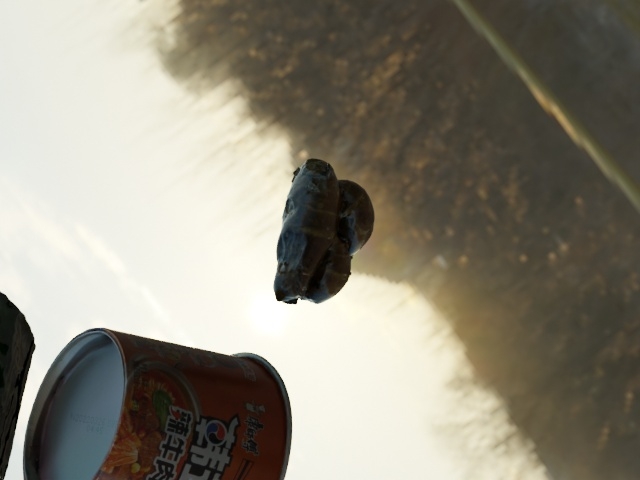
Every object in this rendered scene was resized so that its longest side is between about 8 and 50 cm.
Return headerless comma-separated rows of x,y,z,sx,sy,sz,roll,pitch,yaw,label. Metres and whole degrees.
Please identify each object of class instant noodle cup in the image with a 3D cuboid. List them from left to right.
-0.180,0.212,1.647,0.192,0.250,0.250,22,-156,-34,instant noodle cup

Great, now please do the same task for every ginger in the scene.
0.000,0.000,1.701,0.103,0.162,0.073,23,168,-32,ginger

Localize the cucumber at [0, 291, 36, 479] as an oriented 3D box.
-0.275,0.088,1.013,0.191,0.191,0.130,45,-128,-60,cucumber
